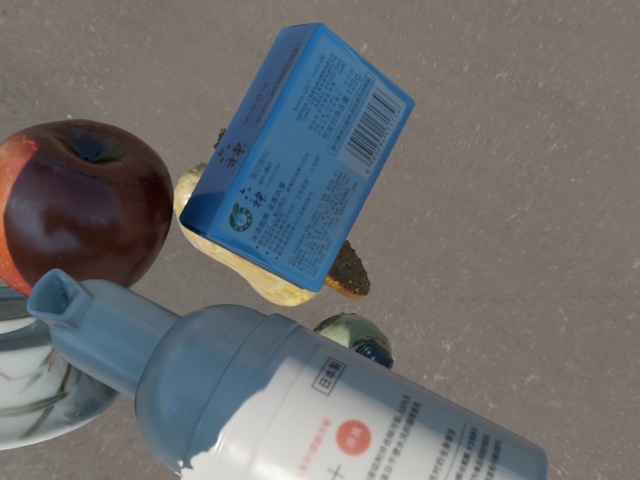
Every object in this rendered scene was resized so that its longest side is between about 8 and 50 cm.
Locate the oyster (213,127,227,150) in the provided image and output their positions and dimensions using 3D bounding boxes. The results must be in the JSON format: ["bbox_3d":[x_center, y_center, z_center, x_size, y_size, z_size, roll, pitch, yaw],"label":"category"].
[{"bbox_3d":[-0.151,-0.082,1.544,0.096,0.221,0.361,-14,109,15],"label":"oyster"}]

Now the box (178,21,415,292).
[{"bbox_3d":[-0.021,-0.082,0.700,0.142,0.083,0.232,31,85,-34],"label":"box"}]

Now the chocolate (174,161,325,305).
[{"bbox_3d":[-0.106,-0.005,1.055,0.134,0.134,0.309,-46,128,2],"label":"chocolate"}]

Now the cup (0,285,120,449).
[{"bbox_3d":[-0.496,0.174,1.100,0.347,0.347,0.163,3,106,6],"label":"cup"}]

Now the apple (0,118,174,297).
[{"bbox_3d":[-0.233,-0.025,0.659,0.180,0.181,0.169,25,112,6],"label":"apple"}]

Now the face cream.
[{"bbox_3d":[-0.037,0.127,0.502,0.369,0.145,0.145,27,91,11],"label":"face cream"}]

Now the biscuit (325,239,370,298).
[{"bbox_3d":[0.000,0.000,1.445,0.038,0.305,0.305,-43,84,16],"label":"biscuit"}]

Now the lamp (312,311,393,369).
[{"bbox_3d":[0.034,0.146,0.899,0.101,0.250,0.101,1,84,-13],"label":"lamp"}]
